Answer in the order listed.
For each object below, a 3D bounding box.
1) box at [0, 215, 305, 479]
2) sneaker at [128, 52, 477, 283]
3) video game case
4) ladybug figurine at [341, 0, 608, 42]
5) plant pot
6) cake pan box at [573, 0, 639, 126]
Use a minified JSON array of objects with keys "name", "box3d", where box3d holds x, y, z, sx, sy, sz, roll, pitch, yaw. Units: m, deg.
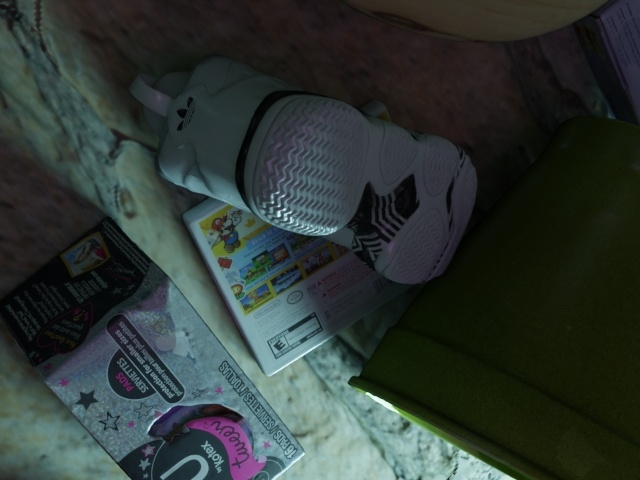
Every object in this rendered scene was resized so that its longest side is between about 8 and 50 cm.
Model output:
[{"name":"box","box3d":[-0.155,0.131,1.200,0.142,0.163,0.247,-40,124,-8]},{"name":"sneaker","box3d":[-0.008,-0.071,1.185,0.366,0.210,0.137,20,95,-57]},{"name":"video game case","box3d":[0.000,0.000,1.309,0.227,0.026,0.206,-31,123,-11]},{"name":"ladybug figurine","box3d":[0.099,-0.337,1.125,0.449,0.162,0.305,14,104,-33]},{"name":"plant pot","box3d":[0.270,0.077,1.322,0.366,0.366,0.353,33,83,-35]},{"name":"cake pan box","box3d":[0.413,-0.212,1.409,0.246,0.070,0.267,-37,124,-6]}]
